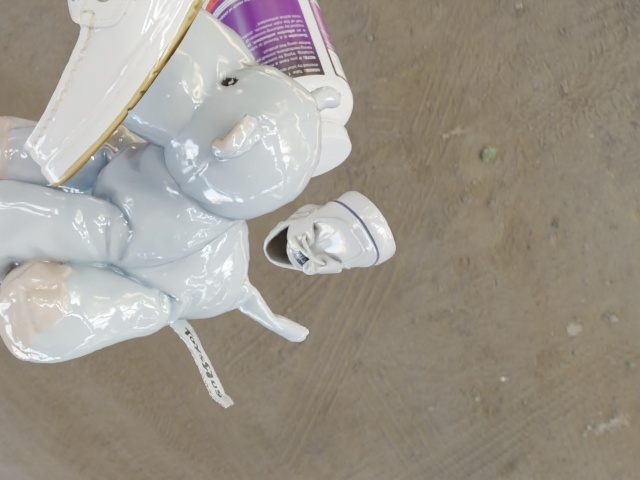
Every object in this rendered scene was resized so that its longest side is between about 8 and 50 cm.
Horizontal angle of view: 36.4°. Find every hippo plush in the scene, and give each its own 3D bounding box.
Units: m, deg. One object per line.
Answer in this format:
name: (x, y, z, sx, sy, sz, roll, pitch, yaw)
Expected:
hippo plush: (-0.116, -0.034, 0.709, 0.294, 0.234, 0.236, 46, 132, 4)

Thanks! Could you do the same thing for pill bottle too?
pill bottle: (-0.061, -0.262, 1.507, 0.181, 0.323, 0.181, -16, 158, -6)

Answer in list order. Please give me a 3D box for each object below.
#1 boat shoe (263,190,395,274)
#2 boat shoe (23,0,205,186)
boat shoe: (0.000, 0.000, 1.190, 0.088, 0.267, 0.096, -33, 106, -19)
boat shoe: (-0.110, -0.164, 0.573, 0.096, 0.098, 0.277, 32, 95, -15)
